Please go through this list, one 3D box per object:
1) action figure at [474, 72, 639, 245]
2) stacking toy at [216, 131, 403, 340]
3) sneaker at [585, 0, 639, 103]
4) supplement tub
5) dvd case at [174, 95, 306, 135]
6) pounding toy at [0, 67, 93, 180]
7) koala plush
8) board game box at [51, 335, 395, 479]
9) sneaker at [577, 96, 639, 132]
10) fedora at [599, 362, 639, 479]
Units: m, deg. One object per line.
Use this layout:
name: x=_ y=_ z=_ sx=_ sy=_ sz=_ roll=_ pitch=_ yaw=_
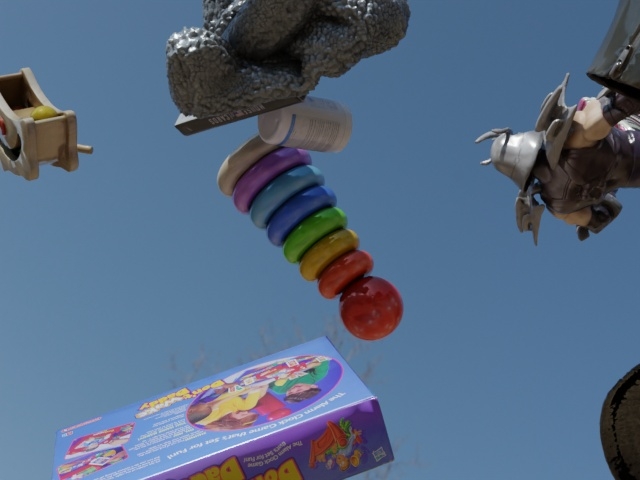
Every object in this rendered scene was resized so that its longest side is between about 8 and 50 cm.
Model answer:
action figure: x=0.260 y=-0.061 z=0.754 sx=0.285 sy=0.099 sz=0.185 roll=5 pitch=-26 yaw=4
stacking toy: x=0.000 y=0.000 z=1.386 sx=0.330 sy=0.141 sz=0.141 roll=52 pitch=-34 yaw=14
sneaker: x=0.264 y=-0.116 z=0.564 sx=0.083 sy=0.118 sz=0.222 roll=24 pitch=2 yaw=-39
supplement tub: x=-0.020 y=-0.152 z=1.271 sx=0.107 sy=0.071 sz=0.071 roll=6 pitch=-24 yaw=-34
dvd case: x=-0.076 y=-0.229 z=1.270 sx=0.239 sy=0.179 sz=0.029 roll=-9 pitch=-40 yaw=47
pounding toy: x=-0.436 y=-0.194 z=1.557 sx=0.269 sy=0.155 sz=0.154 roll=18 pitch=-60 yaw=53
koala plush: x=-0.043 y=-0.247 z=0.815 sx=0.203 sy=0.196 sz=0.221 roll=-10 pitch=-60 yaw=13
board game box: x=-0.119 y=0.227 z=1.100 sx=0.233 sy=0.347 sz=0.078 roll=-140 pitch=-147 yaw=-74
sneaker: x=0.394 y=-0.137 z=1.242 sx=0.075 sy=0.170 sz=0.063 roll=-15 pitch=-53 yaw=-10
fedora: x=0.331 y=0.222 z=0.706 sx=0.334 sy=0.152 sz=0.334 roll=23 pitch=-32 yaw=15
